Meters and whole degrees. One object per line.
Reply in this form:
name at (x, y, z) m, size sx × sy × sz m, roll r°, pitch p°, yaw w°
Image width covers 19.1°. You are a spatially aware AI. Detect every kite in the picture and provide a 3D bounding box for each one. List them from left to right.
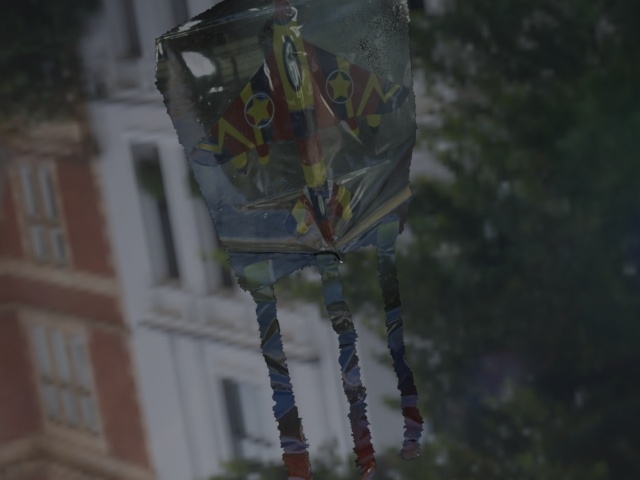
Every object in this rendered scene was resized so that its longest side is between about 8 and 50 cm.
kite at (0.001, 0.000, 0.854) m, size 0.141 × 0.245 × 0.015 m, roll -19°, pitch -161°, yaw -31°
